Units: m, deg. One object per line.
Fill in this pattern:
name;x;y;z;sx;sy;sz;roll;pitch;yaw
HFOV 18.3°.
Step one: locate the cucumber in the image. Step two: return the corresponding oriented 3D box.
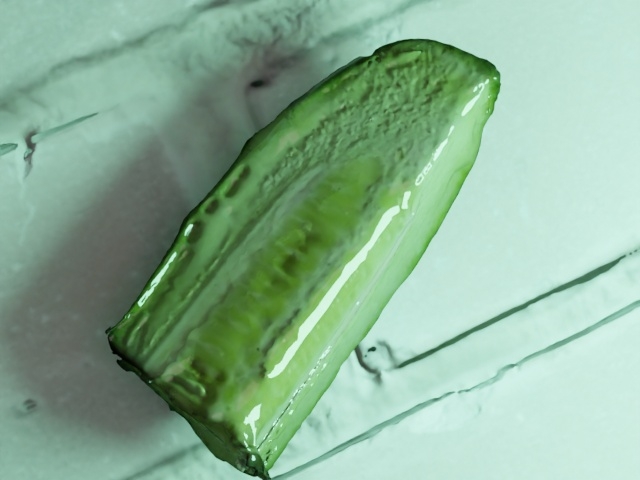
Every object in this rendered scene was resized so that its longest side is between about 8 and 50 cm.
cucumber;-0.002;-0.001;1.374;0.145;0.105;0.325;33;77;16
